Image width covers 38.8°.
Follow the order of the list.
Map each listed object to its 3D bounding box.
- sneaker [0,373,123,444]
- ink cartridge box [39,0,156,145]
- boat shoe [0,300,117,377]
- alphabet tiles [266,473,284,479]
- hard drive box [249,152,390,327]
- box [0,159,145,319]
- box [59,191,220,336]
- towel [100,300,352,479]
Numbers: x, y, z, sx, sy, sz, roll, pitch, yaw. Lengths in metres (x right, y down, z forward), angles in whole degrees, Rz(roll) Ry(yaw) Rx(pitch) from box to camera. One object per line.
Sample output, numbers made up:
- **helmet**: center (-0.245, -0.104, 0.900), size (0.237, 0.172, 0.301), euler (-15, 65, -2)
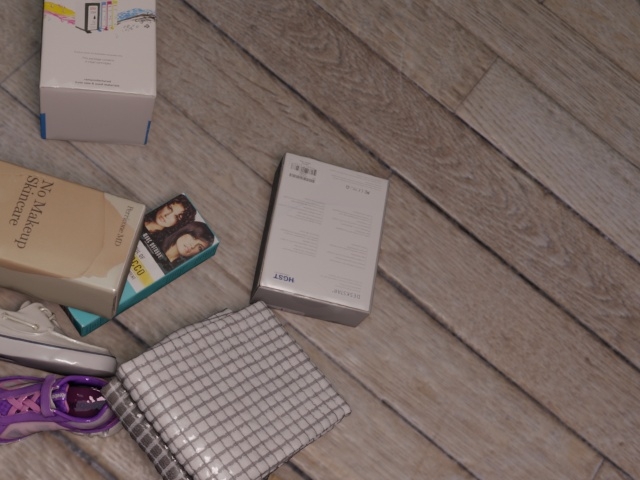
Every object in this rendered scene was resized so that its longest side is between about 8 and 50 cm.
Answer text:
- **sneaker**: center (-0.379, 0.223, 1.243), size (0.236, 0.104, 0.095), euler (-1, 71, -15)
- **ink cartridge box**: center (-0.345, -0.292, 1.410), size (0.168, 0.171, 0.233), euler (2, 69, -15)
- **boat shoe**: center (-0.413, 0.129, 1.279), size (0.267, 0.096, 0.088), euler (12, 70, -1)
- **alphabet tiles**: center (-0.041, 0.444, 1.245), size (0.237, 0.009, 0.198), euler (28, 59, -2)
- **hard drive box**: center (0.000, 0.000, 1.440), size (0.181, 0.089, 0.232), euler (15, 66, -9)
- **box**: center (-0.411, -0.013, 1.247), size (0.311, 0.121, 0.148), euler (16, 65, -8)
- **box**: center (-0.280, 0.034, 1.365), size (0.244, 0.060, 0.101), euler (-34, 82, -23)
- **towel**: center (-0.129, 0.227, 1.262), size (0.235, 0.121, 0.283), euler (48, 38, 14)
